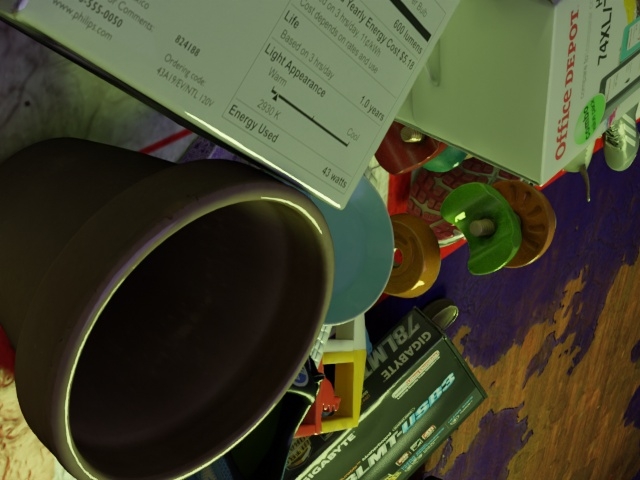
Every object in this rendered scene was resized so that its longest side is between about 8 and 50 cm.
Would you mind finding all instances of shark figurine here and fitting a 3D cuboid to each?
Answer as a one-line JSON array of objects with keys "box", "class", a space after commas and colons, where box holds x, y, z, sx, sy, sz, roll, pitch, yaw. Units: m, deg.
[{"box": [0.349, -0.170, 1.406, 0.278, 0.116, 0.166, 81, 16, -54], "class": "shark figurine"}]

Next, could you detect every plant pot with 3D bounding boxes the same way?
[{"box": [-0.156, 0.025, 0.771, 0.263, 0.229, 0.263, -31, 139, -32], "class": "plant pot"}]

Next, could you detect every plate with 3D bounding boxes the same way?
[{"box": [0.000, 0.000, 1.073, 0.188, 0.024, 0.188, 5, 81, -31], "class": "plate"}]

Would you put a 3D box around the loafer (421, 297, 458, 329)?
[{"box": [0.155, 0.137, 1.426, 0.148, 0.050, 0.056, -33, 141, -31], "class": "loafer"}]

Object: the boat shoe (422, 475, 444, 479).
[{"box": [0.145, 0.580, 1.711, 0.158, 0.127, 0.341, -17, 121, -37], "class": "boat shoe"}]

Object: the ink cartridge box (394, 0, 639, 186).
[{"box": [0.214, -0.227, 0.939, 0.270, 0.197, 0.198, -38, 141, -28], "class": "ink cartridge box"}]

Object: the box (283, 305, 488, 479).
[{"box": [0.086, 0.261, 1.366, 0.295, 0.073, 0.293, -44, 149, -4], "class": "box"}]

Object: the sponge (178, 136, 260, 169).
[{"box": [-0.120, -0.023, 0.963, 0.210, 0.031, 0.117, -53, 146, -9], "class": "sponge"}]

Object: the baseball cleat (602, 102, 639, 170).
[{"box": [0.470, -0.197, 1.579, 0.109, 0.072, 0.206, -21, 127, -25], "class": "baseball cleat"}]

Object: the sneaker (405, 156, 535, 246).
[{"box": [0.233, -0.085, 1.297, 0.299, 0.121, 0.112, -40, 150, -22], "class": "sneaker"}]

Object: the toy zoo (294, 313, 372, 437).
[{"box": [-0.014, 0.130, 1.137, 0.293, 0.030, 0.192, 9, 82, -58], "class": "toy zoo"}]

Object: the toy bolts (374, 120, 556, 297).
[{"box": [0.155, -0.053, 1.172, 0.218, 0.229, 0.158, -30, 166, 36], "class": "toy bolts"}]

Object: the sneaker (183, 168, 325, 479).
[{"box": [-0.047, 0.094, 0.926, 0.129, 0.147, 0.330, 8, 89, -34], "class": "sneaker"}]

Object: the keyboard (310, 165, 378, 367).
[{"box": [0.018, 0.027, 1.122, 0.072, 0.014, 0.256, 44, 59, -52], "class": "keyboard"}]

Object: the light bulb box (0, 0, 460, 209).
[{"box": [-0.056, -0.265, 0.685, 0.358, 0.225, 0.361, 28, 91, -56], "class": "light bulb box"}]
